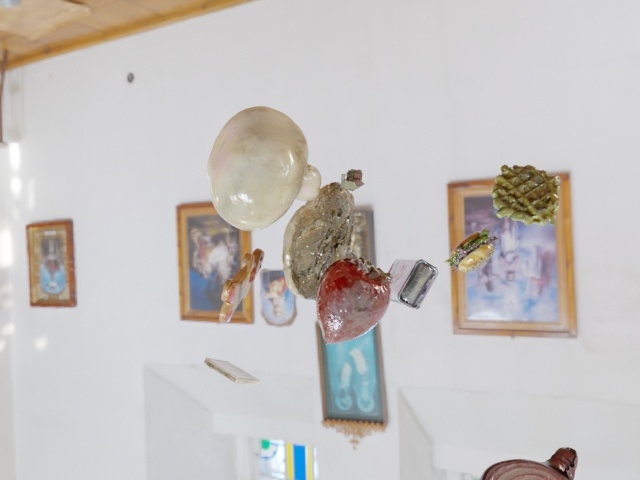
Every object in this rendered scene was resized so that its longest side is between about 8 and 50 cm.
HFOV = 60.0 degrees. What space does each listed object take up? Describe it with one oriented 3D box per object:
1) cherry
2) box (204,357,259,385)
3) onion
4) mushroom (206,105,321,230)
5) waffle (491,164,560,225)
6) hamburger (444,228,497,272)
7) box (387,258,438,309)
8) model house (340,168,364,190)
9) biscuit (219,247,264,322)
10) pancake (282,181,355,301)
[{"bbox_3d":[0.075,0.161,1.457,0.192,0.250,0.175,32,169,-22],"label":"cherry"},{"bbox_3d":[-0.317,0.468,1.974,0.198,0.029,0.109,15,174,45],"label":"box"},{"bbox_3d":[0.363,0.436,0.914,0.195,0.140,0.218,20,-131,32],"label":"onion"},{"bbox_3d":[-0.108,-0.138,1.147,0.234,0.260,0.254,22,169,-33],"label":"mushroom"},{"bbox_3d":[0.635,-0.148,1.716,0.204,0.223,0.054,10,151,13],"label":"waffle"},{"bbox_3d":[0.511,0.040,1.846,0.164,0.093,0.189,-26,157,-30],"label":"hamburger"},{"bbox_3d":[0.353,0.171,2.267,0.112,0.190,0.369,29,177,-6],"label":"box"},{"bbox_3d":[0.100,-0.179,1.644,0.058,0.057,0.083,9,-164,22],"label":"model house"},{"bbox_3d":[-0.212,0.112,1.574,0.036,0.165,0.250,21,-141,9],"label":"biscuit"},{"bbox_3d":[0.000,0.001,1.728,0.082,0.387,0.387,19,-170,27],"label":"pancake"}]
